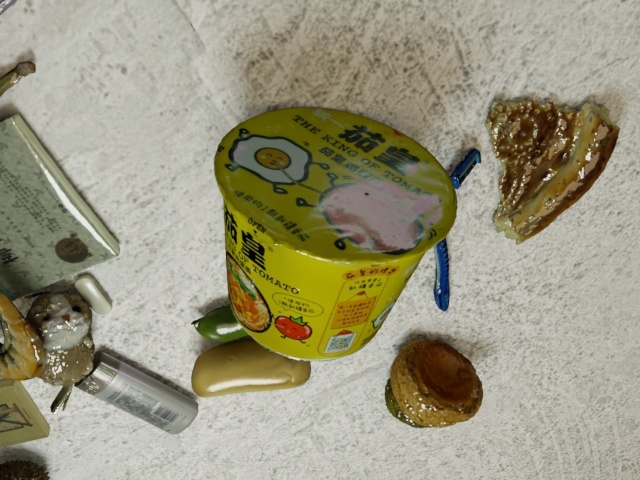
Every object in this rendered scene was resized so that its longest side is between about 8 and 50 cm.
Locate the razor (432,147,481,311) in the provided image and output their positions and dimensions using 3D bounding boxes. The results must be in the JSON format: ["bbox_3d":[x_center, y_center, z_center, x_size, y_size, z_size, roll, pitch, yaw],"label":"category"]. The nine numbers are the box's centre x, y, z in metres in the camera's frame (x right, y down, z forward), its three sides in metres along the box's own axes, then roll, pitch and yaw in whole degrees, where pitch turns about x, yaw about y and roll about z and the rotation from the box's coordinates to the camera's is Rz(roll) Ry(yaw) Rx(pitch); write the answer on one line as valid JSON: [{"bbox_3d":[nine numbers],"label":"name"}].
[{"bbox_3d":[0.216,-0.003,1.045,0.056,0.093,0.324,20,133,25],"label":"razor"}]

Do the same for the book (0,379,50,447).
[{"bbox_3d":[-0.656,0.340,1.138,0.231,0.026,0.161,-12,126,-1],"label":"book"}]

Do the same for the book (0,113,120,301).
[{"bbox_3d":[-0.541,-0.006,0.917,0.379,0.031,0.264,-23,124,6],"label":"book"}]

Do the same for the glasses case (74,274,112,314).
[{"bbox_3d":[-0.382,0.093,1.018,0.032,0.021,0.083,-20,125,5],"label":"glasses case"}]

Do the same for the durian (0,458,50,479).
[{"bbox_3d":[-0.612,0.523,1.166,0.167,0.196,0.196,1,124,-18],"label":"durian"}]

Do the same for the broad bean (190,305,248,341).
[{"bbox_3d":[-0.069,0.128,1.071,0.318,0.056,0.098,-4,107,-7],"label":"broad bean"}]

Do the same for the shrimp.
[{"bbox_3d":[-0.544,0.137,0.962,0.262,0.051,0.198,-9,107,31],"label":"shrimp"}]

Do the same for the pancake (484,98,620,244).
[{"bbox_3d":[0.342,-0.126,0.974,0.244,0.057,0.266,30,115,-26],"label":"pancake"}]

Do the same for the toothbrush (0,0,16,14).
[{"bbox_3d":[-0.429,-0.265,0.763,0.354,0.024,0.029,-34,130,14],"label":"toothbrush"}]

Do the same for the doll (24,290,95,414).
[{"bbox_3d":[-0.433,0.184,1.018,0.105,0.115,0.221,-28,129,-43],"label":"doll"}]

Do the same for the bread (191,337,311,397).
[{"bbox_3d":[-0.126,0.228,1.099,0.217,0.098,0.147,-4,167,-7],"label":"bread"}]

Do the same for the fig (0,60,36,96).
[{"bbox_3d":[-0.483,-0.153,0.757,0.149,0.202,0.148,28,143,-29],"label":"fig"}]

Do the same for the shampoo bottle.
[{"bbox_3d":[-0.343,0.292,1.142,0.086,0.056,0.227,-42,121,17],"label":"shampoo bottle"}]

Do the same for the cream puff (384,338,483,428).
[{"bbox_3d":[0.205,0.304,1.190,0.183,0.183,0.169,15,133,-19],"label":"cream puff"}]

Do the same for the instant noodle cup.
[{"bbox_3d":[0.000,0.000,0.863,0.326,0.325,0.254,4,133,-13],"label":"instant noodle cup"}]
